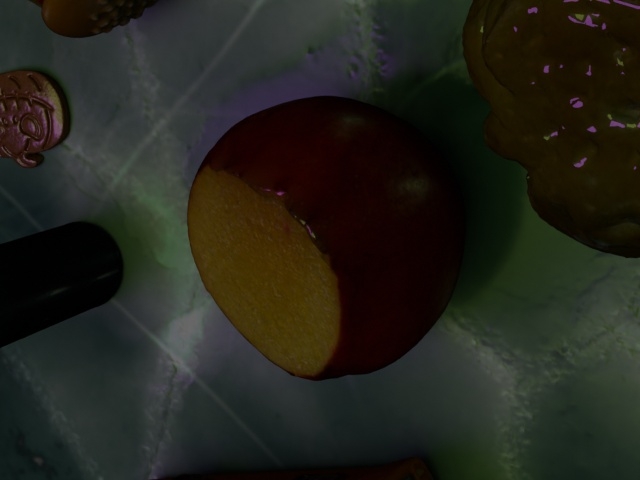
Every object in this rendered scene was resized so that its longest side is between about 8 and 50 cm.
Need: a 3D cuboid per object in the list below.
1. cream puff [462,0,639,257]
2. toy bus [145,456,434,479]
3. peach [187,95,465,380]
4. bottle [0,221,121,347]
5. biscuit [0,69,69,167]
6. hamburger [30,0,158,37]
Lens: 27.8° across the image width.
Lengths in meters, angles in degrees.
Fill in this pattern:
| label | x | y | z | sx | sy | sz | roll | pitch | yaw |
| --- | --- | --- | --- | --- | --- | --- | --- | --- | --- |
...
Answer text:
| label | x | y | z | sx | sy | sz | roll | pitch | yaw |
| --- | --- | --- | --- | --- | --- | --- | --- | --- | --- |
| cream puff | 0.203 | -0.099 | 0.733 | 0.244 | 0.244 | 0.196 | 15 | 71 | 20 |
| toy bus | -0.010 | 0.241 | 0.931 | 0.329 | 0.143 | 0.153 | -7 | 96 | 27 |
| peach | 0.000 | 0.000 | 0.848 | 0.190 | 0.192 | 0.190 | 0 | 91 | 29 |
| bottle | -0.237 | 0.039 | 0.928 | 0.082 | 0.244 | 0.072 | 40 | 113 | 10 |
| biscuit | -0.240 | -0.095 | 1.028 | 0.091 | 0.015 | 0.078 | -11 | 96 | 25 |
| hamburger | -0.154 | -0.215 | 0.889 | 0.115 | 0.162 | 0.162 | 48 | 115 | 6 |
